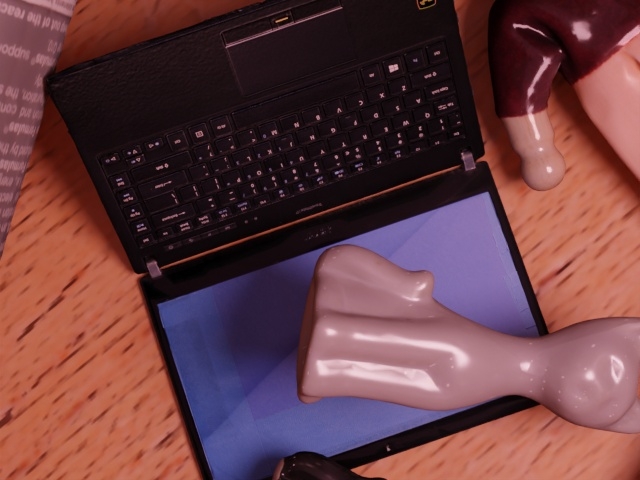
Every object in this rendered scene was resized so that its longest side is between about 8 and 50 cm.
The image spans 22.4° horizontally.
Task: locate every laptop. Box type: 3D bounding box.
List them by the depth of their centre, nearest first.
[{"bbox_3d":[0.000,0.000,0.940,0.234,0.264,0.137,-19,46,-1],"label":"laptop"}]

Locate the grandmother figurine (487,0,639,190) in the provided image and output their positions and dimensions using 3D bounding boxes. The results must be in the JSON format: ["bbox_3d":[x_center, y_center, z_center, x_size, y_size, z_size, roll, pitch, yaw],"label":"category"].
[{"bbox_3d":[0.187,-0.124,0.971,0.208,0.104,0.342,-43,86,-12],"label":"grandmother figurine"}]

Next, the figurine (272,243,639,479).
[{"bbox_3d":[0.083,0.123,0.927,0.209,0.092,0.215,10,107,-4],"label":"figurine"}]

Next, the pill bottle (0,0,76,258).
[{"bbox_3d":[-0.268,-0.055,0.910,0.204,0.204,0.361,17,94,4],"label":"pill bottle"}]
